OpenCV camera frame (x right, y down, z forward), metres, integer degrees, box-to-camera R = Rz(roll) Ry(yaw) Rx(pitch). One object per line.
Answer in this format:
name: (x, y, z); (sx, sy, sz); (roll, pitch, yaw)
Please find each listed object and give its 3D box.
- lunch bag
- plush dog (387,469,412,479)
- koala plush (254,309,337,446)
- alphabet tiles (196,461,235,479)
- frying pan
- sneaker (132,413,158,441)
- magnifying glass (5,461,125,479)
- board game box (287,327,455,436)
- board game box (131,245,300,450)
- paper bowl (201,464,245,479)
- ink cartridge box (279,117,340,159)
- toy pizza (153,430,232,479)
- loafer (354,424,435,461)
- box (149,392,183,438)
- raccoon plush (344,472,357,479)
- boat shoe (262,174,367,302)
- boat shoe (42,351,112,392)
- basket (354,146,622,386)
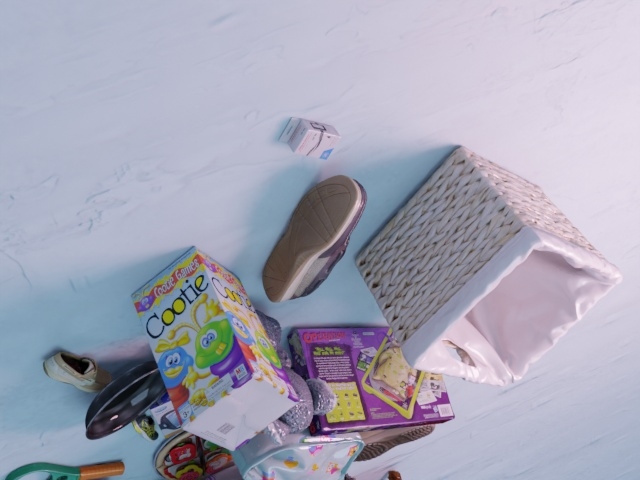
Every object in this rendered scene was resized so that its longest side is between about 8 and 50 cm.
lunch bag: (-0.083, 0.374, 1.748); (0.262, 0.223, 0.160); (2, 126, -34)
plush dog: (0.113, 0.706, 2.307); (0.225, 0.211, 0.262); (2, 155, -15)
koala plush: (-0.095, 0.261, 1.588); (0.196, 0.221, 0.203); (-19, 143, -43)
alphabet tiles: (-0.334, 0.620, 2.026); (0.342, 0.011, 0.285); (-25, 142, -9)
frying pan: (-0.292, 0.235, 1.569); (0.326, 0.053, 0.197); (-44, 164, 4)
sneaker: (-0.334, 0.366, 1.727); (0.035, 0.031, 0.083); (-33, 142, 1)
magnifying glass: (-0.496, 0.460, 1.729); (0.230, 0.026, 0.092); (-1, 133, -34)
board game box: (0.106, 0.277, 1.782); (0.346, 0.208, 0.056); (4, 154, -36)
board game box: (-0.172, 0.170, 1.420); (0.142, 0.275, 0.144); (-38, 142, 8)
paper bowl: (-0.143, 0.568, 1.845); (0.284, 0.148, 0.284); (-14, -176, 1)
ink cartridge box: (-0.017, -0.156, 1.365); (0.083, 0.028, 0.048); (7, 128, -38)
toy pizza: (-0.252, 0.451, 1.868); (0.201, 0.032, 0.201); (-17, 137, -17)
loafer: (0.139, 0.447, 2.094); (0.268, 0.092, 0.102); (-20, 142, 12)
box: (-0.284, 0.330, 1.724); (0.081, 0.028, 0.136); (-23, 143, -10)
raccoon plush: (0.063, 0.645, 2.028); (0.299, 0.446, 0.216); (38, 80, -50)
boat shoe: (0.000, 0.000, 1.498); (0.092, 0.103, 0.285); (0, 136, -41)
boat shoe: (-0.403, 0.223, 1.506); (0.045, 0.050, 0.135); (-40, 142, 20)
basket: (0.299, 0.059, 1.623); (0.328, 0.266, 0.331); (18, 120, -45)
